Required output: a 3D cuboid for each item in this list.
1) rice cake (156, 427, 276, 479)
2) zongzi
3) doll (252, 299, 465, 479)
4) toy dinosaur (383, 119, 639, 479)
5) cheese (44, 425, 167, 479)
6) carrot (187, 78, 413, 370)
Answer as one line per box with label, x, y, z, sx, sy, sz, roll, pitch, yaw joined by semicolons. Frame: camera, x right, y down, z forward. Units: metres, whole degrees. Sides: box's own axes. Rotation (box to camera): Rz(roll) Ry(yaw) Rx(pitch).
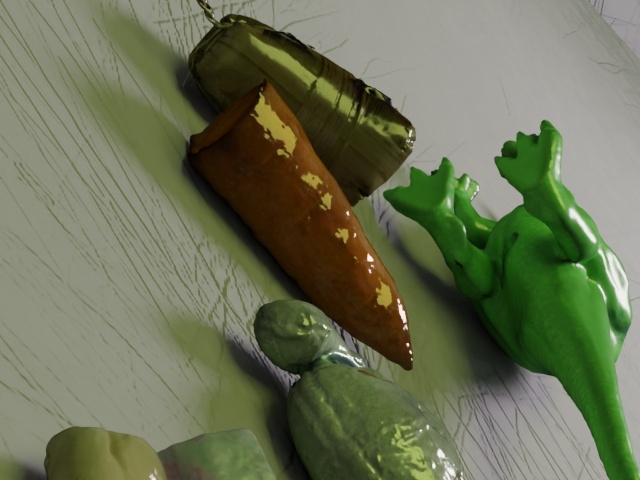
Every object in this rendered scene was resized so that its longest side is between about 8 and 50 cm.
rice cake;-0.016;0.204;0.714;0.081;0.051;0.290;-6;54;-29
zongzi;-0.033;-0.104;1.197;0.189;0.081;0.178;34;1;-11
doll;0.034;0.120;0.930;0.214;0.071;0.103;50;5;18
toy dinosaur;0.206;0.105;1.329;0.374;0.144;0.500;48;19;-51
cheese;-0.081;0.152;0.655;0.065;0.043;0.194;33;29;-33
carrot;0.000;0.000;1.065;0.205;0.072;0.072;53;19;-8
